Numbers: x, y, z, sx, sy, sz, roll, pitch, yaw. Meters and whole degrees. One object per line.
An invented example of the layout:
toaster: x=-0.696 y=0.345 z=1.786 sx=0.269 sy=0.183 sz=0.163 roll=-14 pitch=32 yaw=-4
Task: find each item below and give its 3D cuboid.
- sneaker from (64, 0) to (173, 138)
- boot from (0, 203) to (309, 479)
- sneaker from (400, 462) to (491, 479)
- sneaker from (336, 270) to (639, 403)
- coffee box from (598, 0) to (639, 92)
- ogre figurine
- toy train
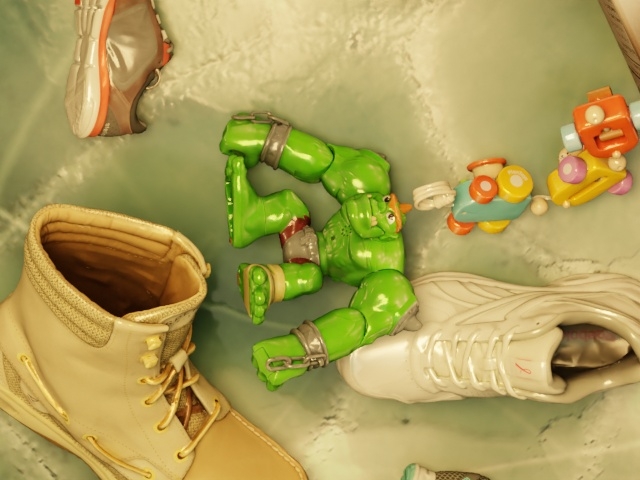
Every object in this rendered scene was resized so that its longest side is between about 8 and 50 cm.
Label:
sneaker: x=-0.132 y=-0.146 z=1.185 sx=0.065 sy=0.061 sz=0.158 roll=6 pitch=105 yaw=-27
boot: x=-0.099 y=0.092 z=1.156 sx=0.262 sy=0.095 sz=0.203 roll=33 pitch=143 yaw=-1
sneaker: x=0.099 y=0.242 z=1.248 sx=0.076 sy=0.065 sz=0.166 roll=-3 pitch=103 yaw=-1
sneaker: x=0.124 y=0.071 z=1.181 sx=0.232 sy=0.115 sz=0.090 roll=-9 pitch=101 yaw=4
coffee box: x=0.224 y=-0.237 z=1.062 sx=0.168 sy=0.119 sz=0.297 roll=-27 pitch=102 yaw=8
ogre figurine: x=0.000 y=0.000 z=1.169 sx=0.118 sy=0.197 sz=0.097 roll=-4 pitch=133 yaw=-13
toy train: x=0.146 y=-0.058 z=1.158 sx=0.166 sy=0.125 sz=0.046 roll=-19 pitch=63 yaw=19
